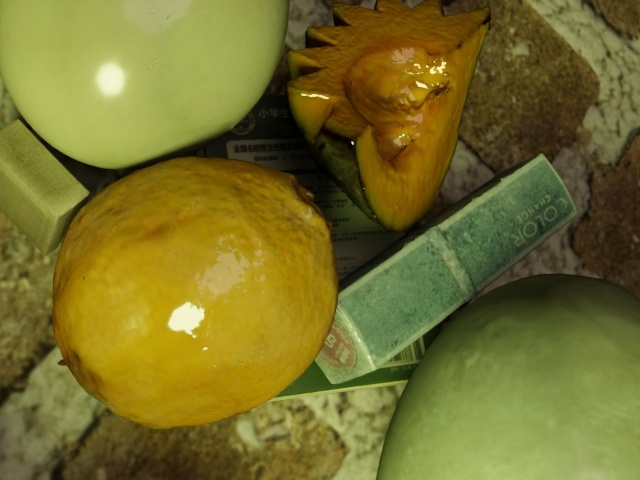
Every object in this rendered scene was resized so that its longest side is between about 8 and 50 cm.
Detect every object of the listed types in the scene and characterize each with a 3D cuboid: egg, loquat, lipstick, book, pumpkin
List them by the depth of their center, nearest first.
[{"bbox_3d":[-0.095,0.040,0.818,0.234,0.176,0.187,-29,79,11],"label":"loquat"},{"bbox_3d":[-0.132,-0.176,0.850,0.219,0.219,0.269,30,66,-15],"label":"egg"},{"bbox_3d":[0.170,0.190,0.865,0.258,0.258,0.352,29,57,-16],"label":"egg"},{"bbox_3d":[0.109,0.018,0.962,0.290,0.076,0.077,-32,91,-33],"label":"lipstick"},{"bbox_3d":[0.042,-0.104,0.966,0.130,0.149,0.254,16,42,25],"label":"pumpkin"},{"bbox_3d":[0.000,0.000,0.971,0.202,0.027,0.264,-4,77,-27],"label":"book"}]

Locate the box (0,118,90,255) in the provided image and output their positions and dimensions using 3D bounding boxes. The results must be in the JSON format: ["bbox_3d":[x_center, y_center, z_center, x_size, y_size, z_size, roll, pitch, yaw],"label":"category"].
[{"bbox_3d":[-0.217,-0.037,0.843,0.079,0.083,0.035,46,61,1],"label":"box"}]
